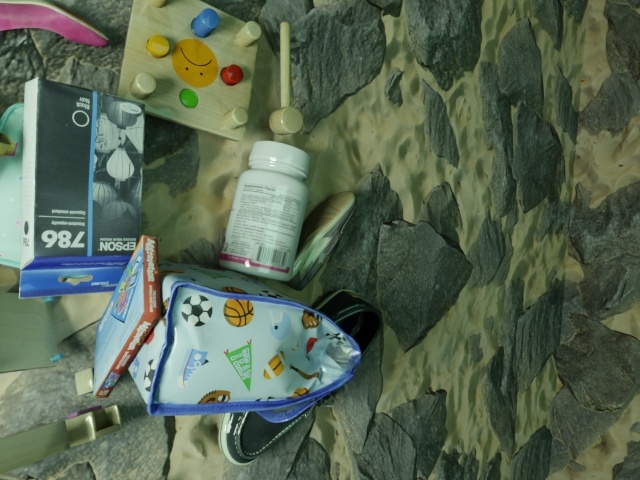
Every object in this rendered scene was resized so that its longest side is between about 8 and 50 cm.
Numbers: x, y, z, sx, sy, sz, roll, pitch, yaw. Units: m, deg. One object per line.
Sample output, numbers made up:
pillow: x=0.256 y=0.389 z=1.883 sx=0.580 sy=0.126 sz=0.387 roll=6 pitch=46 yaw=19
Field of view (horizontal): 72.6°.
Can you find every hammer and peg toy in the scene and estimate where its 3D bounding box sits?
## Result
hammer and peg toy: x=-0.209 y=-0.350 z=0.900 sx=0.362 sy=0.127 sz=0.265 roll=10 pitch=85 yaw=-35

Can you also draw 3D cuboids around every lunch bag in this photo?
lunch bag: x=-0.159 y=0.180 z=0.835 sx=0.386 sy=0.328 sz=0.238 roll=12 pitch=90 yaw=-36
lunch bag: x=-0.453 y=-0.083 z=0.751 sx=0.224 sy=0.108 sz=0.278 roll=22 pitch=79 yaw=-34

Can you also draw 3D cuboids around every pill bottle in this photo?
pill bottle: x=-0.114 y=-0.061 z=0.958 sx=0.161 sy=0.160 sz=0.282 roll=17 pitch=82 yaw=-34

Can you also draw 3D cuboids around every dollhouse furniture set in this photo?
dollhouse furniture set: x=-0.536 y=0.225 z=0.727 sx=0.286 sy=0.198 sz=0.303 roll=27 pitch=44 yaw=-71

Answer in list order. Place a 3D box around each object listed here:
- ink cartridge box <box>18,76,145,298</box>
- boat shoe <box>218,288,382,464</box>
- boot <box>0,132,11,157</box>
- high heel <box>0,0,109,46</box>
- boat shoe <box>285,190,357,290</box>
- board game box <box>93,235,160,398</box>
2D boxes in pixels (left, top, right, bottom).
ink cartridge box: x=-0.377 y=-0.071 z=0.699 sx=0.166 sy=0.065 sz=0.331 roll=-1 pitch=96 yaw=-50
boat shoe: x=-0.035 y=0.314 z=1.036 sx=0.500 sy=0.156 sz=0.186 roll=-43 pitch=117 yaw=-24
boot: x=-0.603 y=-0.092 z=0.636 sx=0.269 sy=0.236 sz=0.089 roll=-52 pitch=153 yaw=2
high heel: x=-0.500 y=-0.358 z=0.741 sx=0.244 sy=0.082 sz=0.117 roll=10 pitch=115 yaw=-47
boat shoe: x=0.000 y=0.000 z=1.082 sx=0.285 sy=0.103 sz=0.092 roll=-52 pitch=124 yaw=-17
board game box: x=-0.325 y=0.134 z=0.721 sx=0.027 sy=0.281 sz=0.144 roll=11 pitch=45 yaw=-36
